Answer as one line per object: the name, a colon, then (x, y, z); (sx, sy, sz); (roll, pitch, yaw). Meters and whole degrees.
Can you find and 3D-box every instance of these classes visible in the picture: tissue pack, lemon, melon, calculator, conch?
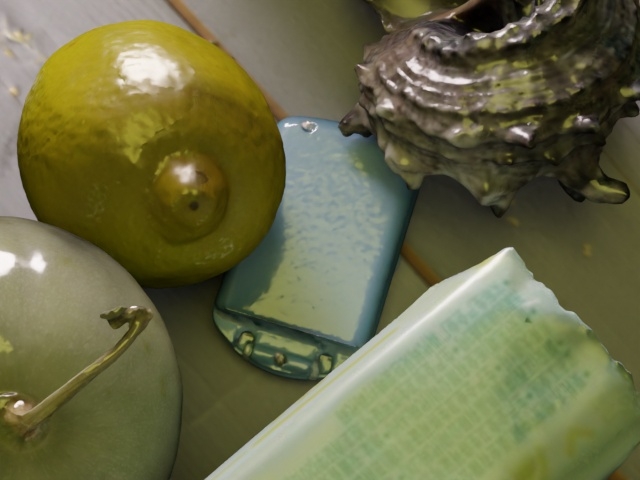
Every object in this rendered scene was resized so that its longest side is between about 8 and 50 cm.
tissue pack: (-0.003, 0.199, 1.080); (0.388, 0.287, 0.162); (-39, 82, -11)
lemon: (-0.122, -0.063, 1.219); (0.184, 0.184, 0.248); (-24, 35, -8)
melon: (-0.215, 0.107, 1.099); (0.271, 0.308, 0.272); (0, 90, 1)
calculator: (0.000, 0.000, 1.273); (0.121, 0.039, 0.210); (16, 72, 3)
conch: (0.116, -0.149, 1.265); (0.240, 0.186, 0.313); (-22, 73, 6)
